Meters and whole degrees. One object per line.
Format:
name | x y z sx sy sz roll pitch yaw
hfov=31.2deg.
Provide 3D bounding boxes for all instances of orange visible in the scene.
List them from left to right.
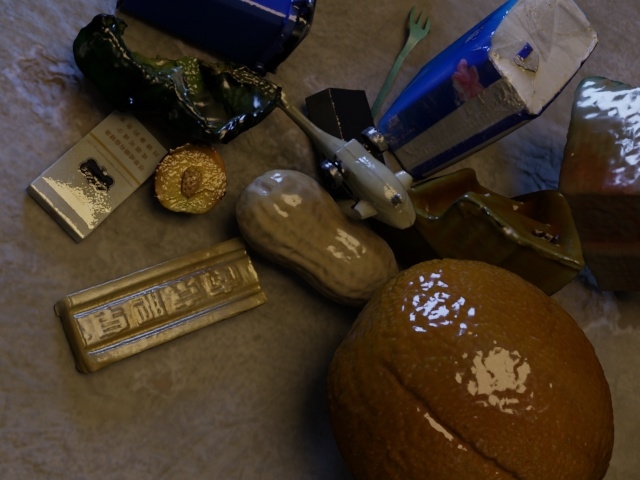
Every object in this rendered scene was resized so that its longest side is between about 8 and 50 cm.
orange | 0.186 0.199 1.380 0.357 0.322 0.322 35 60 -13

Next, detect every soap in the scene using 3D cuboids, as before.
soap | -0.187 0.075 1.374 0.252 0.037 0.092 -20 84 -33

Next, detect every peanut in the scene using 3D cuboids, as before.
peanut | 0.000 0.000 1.462 0.257 0.124 0.123 35 59 -28

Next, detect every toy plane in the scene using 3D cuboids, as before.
toy plane | 0.018 -0.112 1.467 0.092 0.108 0.286 -40 71 -16

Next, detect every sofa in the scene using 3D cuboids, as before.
sofa | 0.034 -0.130 1.564 0.085 0.060 0.147 -6 77 -49

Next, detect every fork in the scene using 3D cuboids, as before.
fork | 0.116 -0.255 1.666 0.039 0.021 0.235 33 60 -14

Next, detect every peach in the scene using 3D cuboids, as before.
peach | -0.166 -0.079 1.416 0.098 0.061 0.098 -3 97 -23

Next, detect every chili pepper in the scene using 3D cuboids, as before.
chili pepper | -0.181 -0.185 1.410 0.265 0.148 0.116 15 86 -30

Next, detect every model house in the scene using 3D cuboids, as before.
model house | 0.196 -0.027 1.520 0.239 0.268 0.173 23 75 -18
model house | 0.522 -0.070 1.627 0.312 0.280 0.245 50 47 -48

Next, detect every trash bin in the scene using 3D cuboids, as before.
trash bin | -0.124 -0.331 1.463 0.235 0.184 0.162 18 65 -18

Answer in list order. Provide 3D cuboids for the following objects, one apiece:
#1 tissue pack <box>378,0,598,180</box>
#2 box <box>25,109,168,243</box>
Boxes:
tissue pack | 0.220 -0.217 1.565 0.137 0.270 0.209 47 58 -10
box | -0.265 -0.083 1.385 0.090 0.024 0.167 47 58 -9
